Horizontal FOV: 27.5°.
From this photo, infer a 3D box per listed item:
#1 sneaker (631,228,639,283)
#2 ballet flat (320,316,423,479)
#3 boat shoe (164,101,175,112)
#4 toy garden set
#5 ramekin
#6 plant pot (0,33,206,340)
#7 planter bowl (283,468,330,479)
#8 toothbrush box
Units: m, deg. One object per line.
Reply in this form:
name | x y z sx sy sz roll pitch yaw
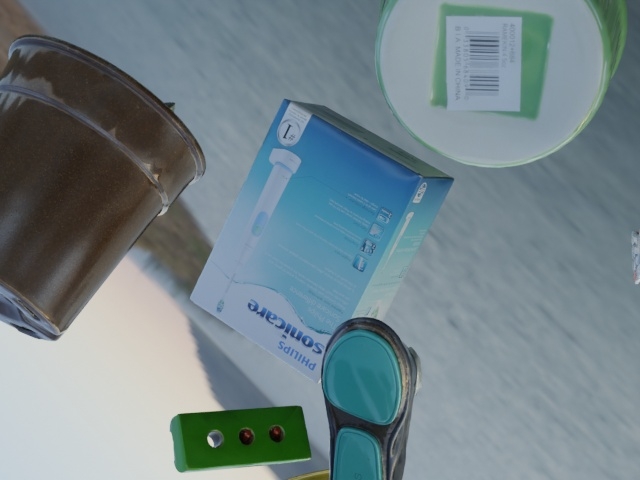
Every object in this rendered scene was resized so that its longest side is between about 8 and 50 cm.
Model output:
sneaker | 0.375 0.013 1.419 0.158 0.064 0.061 52 -145 -81
ballet flat | 0.039 0.116 0.946 0.074 0.074 0.203 41 144 38
boat shoe | -0.210 -0.147 1.650 0.152 0.056 0.049 -158 58 -78
toy garden set | -0.008 0.251 1.000 0.049 0.203 0.244 -37 58 53
ramekin | 0.207 -0.234 1.538 0.303 0.303 0.148 48 -151 -14
plant pot | -0.194 -0.030 0.925 0.167 0.165 0.167 27 159 11
planter bowl | -0.021 0.348 1.489 0.217 0.217 0.090 58 -171 -60
toothbrush box | 0.000 0.000 1.664 0.216 0.296 0.126 30 -168 22
